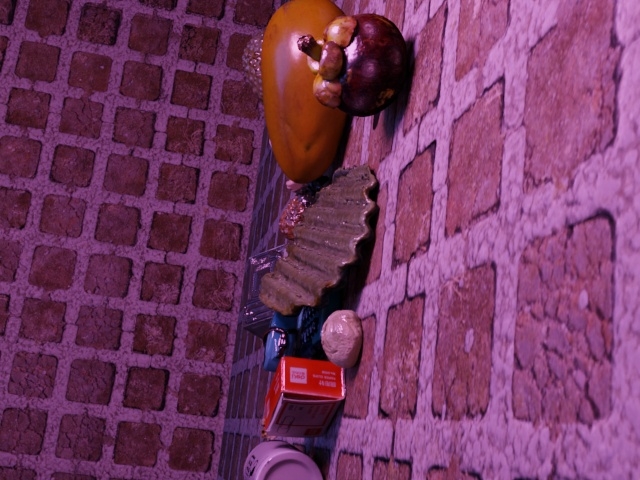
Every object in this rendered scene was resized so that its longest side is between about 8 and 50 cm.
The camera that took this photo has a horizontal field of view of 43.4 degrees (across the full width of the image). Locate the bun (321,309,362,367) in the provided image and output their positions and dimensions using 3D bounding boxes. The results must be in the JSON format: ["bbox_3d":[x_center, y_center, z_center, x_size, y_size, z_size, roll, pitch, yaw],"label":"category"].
[{"bbox_3d":[0.037,0.189,1.541,0.115,0.069,0.115,-173,90,-79],"label":"bun"}]

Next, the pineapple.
[{"bbox_3d":[-0.037,-0.093,2.104,0.108,0.108,0.198,-98,29,-58],"label":"pineapple"}]

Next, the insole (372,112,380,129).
[{"bbox_3d":[0.125,-0.305,1.669,0.053,0.002,0.153,-141,60,-78],"label":"insole"}]

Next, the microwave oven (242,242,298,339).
[{"bbox_3d":[-0.109,0.134,2.050,0.162,0.122,0.208,-20,51,30],"label":"microwave oven"}]

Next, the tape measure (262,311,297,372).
[{"bbox_3d":[-0.097,0.244,1.878,0.146,0.080,0.125,107,171,-57],"label":"tape measure"}]

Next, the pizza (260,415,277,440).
[{"bbox_3d":[-0.073,0.362,1.799,0.194,0.069,0.154,-47,10,-7],"label":"pizza"}]

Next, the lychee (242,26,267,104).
[{"bbox_3d":[-0.096,-0.486,2.317,0.255,0.274,0.255,23,-90,-83],"label":"lychee"}]

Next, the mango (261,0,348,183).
[{"bbox_3d":[-0.031,-0.363,1.963,0.300,0.232,0.446,-144,55,-73],"label":"mango"}]

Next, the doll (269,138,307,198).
[{"bbox_3d":[-0.076,-0.241,2.335,0.154,0.119,0.278,52,-159,-36],"label":"doll"}]

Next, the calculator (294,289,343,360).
[{"bbox_3d":[-0.007,0.155,1.839,0.274,0.058,0.249,126,150,-66],"label":"calculator"}]

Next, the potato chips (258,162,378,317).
[{"bbox_3d":[0.000,0.000,1.714,0.359,0.070,0.429,-64,19,-6],"label":"potato chips"}]

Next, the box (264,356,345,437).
[{"bbox_3d":[-0.035,0.323,1.635,0.182,0.133,0.099,113,159,-48],"label":"box"}]

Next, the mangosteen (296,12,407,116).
[{"bbox_3d":[0.054,-0.332,1.495,0.192,0.217,0.192,-170,90,-73],"label":"mangosteen"}]

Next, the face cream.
[{"bbox_3d":[-0.100,0.517,1.781,0.369,0.145,0.146,148,130,-75],"label":"face cream"}]

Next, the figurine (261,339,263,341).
[{"bbox_3d":[-0.131,0.275,2.348,0.178,0.109,0.130,-94,-10,-49],"label":"figurine"}]
